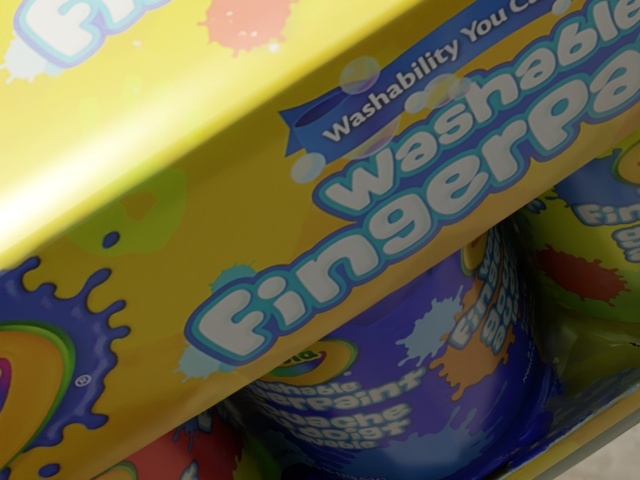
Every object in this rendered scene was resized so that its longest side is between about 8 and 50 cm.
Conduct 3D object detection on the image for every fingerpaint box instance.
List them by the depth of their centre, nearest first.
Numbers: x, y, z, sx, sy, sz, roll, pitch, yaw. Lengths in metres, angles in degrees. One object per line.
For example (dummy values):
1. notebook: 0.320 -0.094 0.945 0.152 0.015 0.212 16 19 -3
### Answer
1. fingerpaint box: 0.000 0.000 0.613 0.445 0.371 0.163 -33 55 -2
